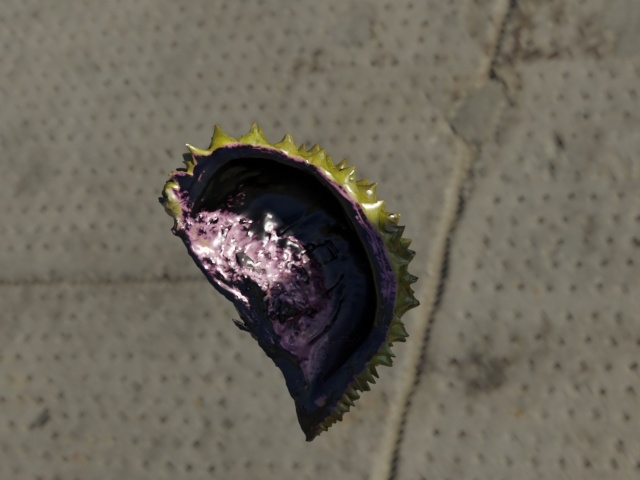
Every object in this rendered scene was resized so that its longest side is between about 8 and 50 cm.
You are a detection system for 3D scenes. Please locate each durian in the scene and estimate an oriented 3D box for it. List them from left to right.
[{"bbox_3d":[0.000,-0.001,1.062,0.119,0.187,0.108,-28,13,19],"label":"durian"}]
